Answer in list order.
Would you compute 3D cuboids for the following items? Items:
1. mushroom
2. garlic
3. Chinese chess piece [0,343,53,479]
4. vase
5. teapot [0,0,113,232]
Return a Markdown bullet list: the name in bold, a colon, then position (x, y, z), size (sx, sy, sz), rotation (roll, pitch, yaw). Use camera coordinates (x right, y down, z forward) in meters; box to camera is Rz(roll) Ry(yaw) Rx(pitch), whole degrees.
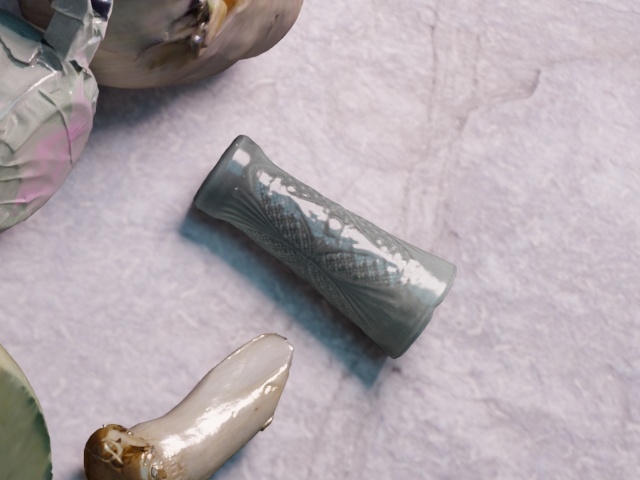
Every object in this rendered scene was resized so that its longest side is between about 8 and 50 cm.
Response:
- **mushroom**: position (-0.097, 0.145, 1.459), size (0.084, 0.071, 0.209), rotation (29, 45, 28)
- **garlic**: position (-0.123, -0.273, 1.527), size (0.241, 0.322, 0.322), rotation (27, 54, 9)
- **Chinese chess piece**: position (-0.330, 0.184, 1.155), size (0.146, 0.349, 0.349), rotation (28, 48, 30)
- **vase**: position (0.000, 0.000, 1.567), size (0.219, 0.096, 0.096), rotation (35, 55, -5)
- **teapot**: position (-0.275, -0.125, 1.412), size (0.178, 0.221, 0.163), rotation (35, 47, 13)
